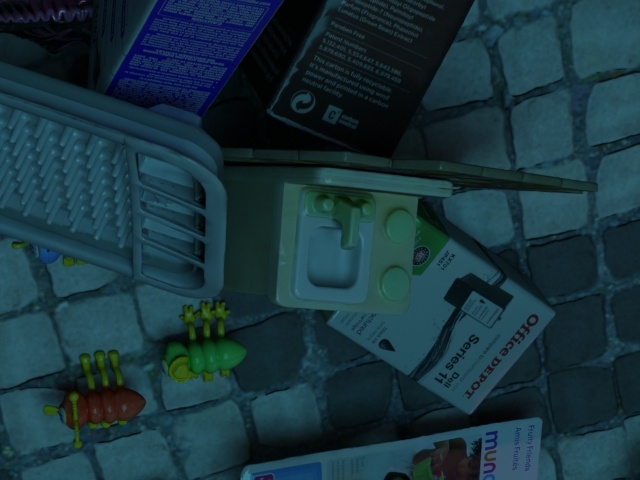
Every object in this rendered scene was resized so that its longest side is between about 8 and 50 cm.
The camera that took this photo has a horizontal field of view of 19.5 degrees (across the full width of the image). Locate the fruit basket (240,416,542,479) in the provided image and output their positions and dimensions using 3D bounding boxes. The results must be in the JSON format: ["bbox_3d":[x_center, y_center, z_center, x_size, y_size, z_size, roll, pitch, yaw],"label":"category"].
[{"bbox_3d":[0.081,0.367,2.030,0.353,0.165,0.327,-5,114,-16],"label":"fruit basket"}]

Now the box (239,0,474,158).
[{"bbox_3d":[0.071,-0.288,1.725,0.143,0.191,0.381,20,108,-21],"label":"box"}]

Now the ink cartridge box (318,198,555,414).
[{"bbox_3d":[0.118,0.065,1.946,0.208,0.087,0.153,33,102,-25],"label":"ink cartridge box"}]

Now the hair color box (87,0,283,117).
[{"bbox_3d":[-0.113,-0.238,1.599,0.110,0.339,0.185,9,68,-19],"label":"hair color box"}]

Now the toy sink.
[{"bbox_3d":[0.000,0.000,1.776,0.153,0.234,0.131,4,90,-32],"label":"toy sink"}]

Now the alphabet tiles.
[{"bbox_3d":[0.078,-0.065,1.742,0.342,0.285,0.011,5,90,-46],"label":"alphabet tiles"}]

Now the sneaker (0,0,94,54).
[{"bbox_3d":[-0.264,-0.200,1.762,0.119,0.047,0.057,-4,125,-11],"label":"sneaker"}]

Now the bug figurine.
[{"bbox_3d":[-0.188,0.076,1.883,0.216,0.072,0.279,-11,115,-10],"label":"bug figurine"}]

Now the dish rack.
[{"bbox_3d":[-0.233,-0.074,1.691,0.333,0.285,0.072,18,65,5],"label":"dish rack"}]
